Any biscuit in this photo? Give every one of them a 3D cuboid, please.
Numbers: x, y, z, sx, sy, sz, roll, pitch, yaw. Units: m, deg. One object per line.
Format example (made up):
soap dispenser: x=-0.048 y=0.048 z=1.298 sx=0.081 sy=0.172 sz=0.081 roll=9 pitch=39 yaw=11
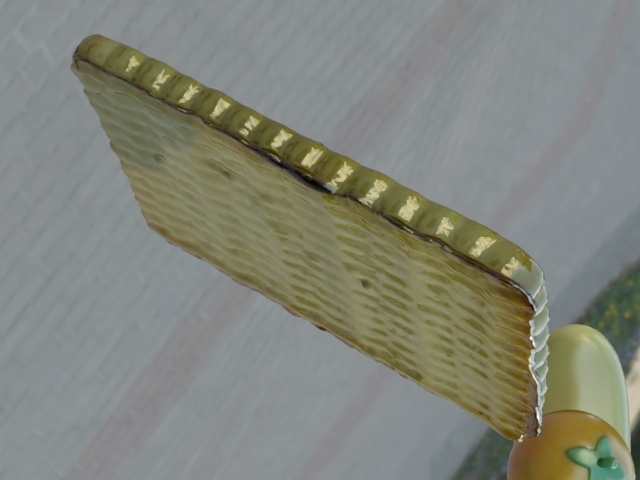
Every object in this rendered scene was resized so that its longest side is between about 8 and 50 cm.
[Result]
biscuit: x=0.000 y=0.000 z=0.631 sx=0.029 sy=0.254 sz=0.172 roll=-52 pitch=156 yaw=-20

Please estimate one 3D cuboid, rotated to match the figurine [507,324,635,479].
figurine: x=0.220 y=0.229 z=1.187 sx=0.222 sy=0.124 sz=0.325 roll=61 pitch=34 yaw=-67
